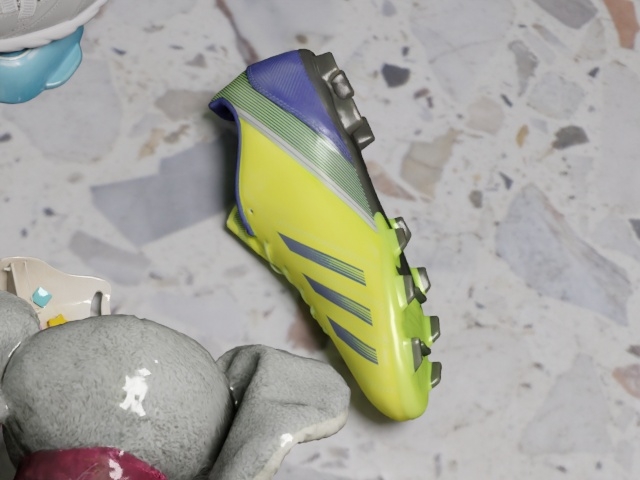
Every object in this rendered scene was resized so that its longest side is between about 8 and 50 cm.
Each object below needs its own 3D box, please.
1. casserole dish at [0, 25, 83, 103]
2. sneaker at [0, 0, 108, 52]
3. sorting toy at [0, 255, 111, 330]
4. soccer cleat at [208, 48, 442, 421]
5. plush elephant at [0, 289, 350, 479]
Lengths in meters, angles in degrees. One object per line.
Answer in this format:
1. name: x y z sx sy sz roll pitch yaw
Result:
1. casserole dish: -0.268 -0.178 0.867 0.188 0.037 0.114 28 60 1
2. sneaker: -0.237 -0.189 0.791 0.281 0.115 0.105 -37 76 -27
3. sorting toy: -0.171 0.053 0.765 0.075 0.045 0.083 -6 63 -25
4. soccer cleat: 0.000 0.000 0.824 0.121 0.093 0.289 -22 71 9
5. plush elephant: -0.128 0.153 0.593 0.272 0.330 0.255 20 41 -3
